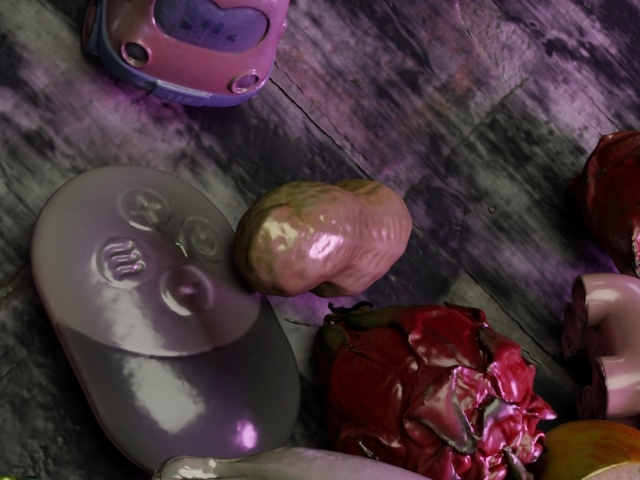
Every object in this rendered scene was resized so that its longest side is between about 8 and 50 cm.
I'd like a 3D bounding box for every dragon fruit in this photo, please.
[{"bbox_3d":[0.080,0.157,1.317,0.293,0.234,0.234,26,49,25],"label":"dragon fruit"},{"bbox_3d":[0.399,-0.012,1.552,0.198,0.200,0.269,-27,78,-26],"label":"dragon fruit"}]

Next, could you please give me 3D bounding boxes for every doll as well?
[{"bbox_3d":[0.411,0.138,1.451,0.268,0.284,0.216,-4,60,-4],"label":"doll"}]

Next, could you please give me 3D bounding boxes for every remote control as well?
[{"bbox_3d":[-0.142,0.075,1.284,0.221,0.103,0.332,-17,75,-38],"label":"remote control"}]

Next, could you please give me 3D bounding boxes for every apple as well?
[{"bbox_3d":[0.278,0.276,1.358,0.173,0.160,0.195,18,97,-2],"label":"apple"}]

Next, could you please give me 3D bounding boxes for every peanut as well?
[{"bbox_3d":[0.000,0.000,1.363,0.111,0.125,0.274,31,17,25],"label":"peanut"}]

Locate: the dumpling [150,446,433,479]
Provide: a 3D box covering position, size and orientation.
[{"bbox_3d":[0.007,0.305,1.132,0.341,0.181,0.260,10,99,-41],"label":"dumpling"}]

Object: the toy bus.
[{"bbox_3d":[-0.118,-0.300,1.414,0.197,0.232,0.294,14,59,-21],"label":"toy bus"}]

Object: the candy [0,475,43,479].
[{"bbox_3d":[-0.168,0.256,1.207,0.305,0.091,0.083,11,93,-35],"label":"candy"}]
